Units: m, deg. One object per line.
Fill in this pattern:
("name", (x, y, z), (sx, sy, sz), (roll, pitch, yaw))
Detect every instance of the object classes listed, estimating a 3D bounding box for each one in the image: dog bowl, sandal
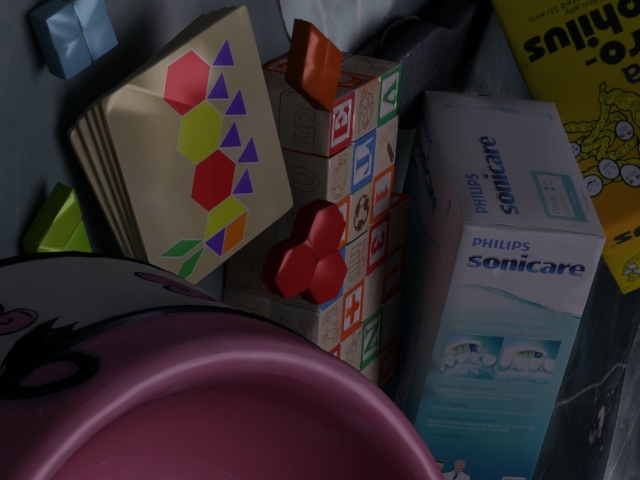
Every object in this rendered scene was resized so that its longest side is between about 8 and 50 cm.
("dog bowl", (-0.086, 0.210, 0.868), (0.408, 0.150, 0.408), (-1, 92, -43))
("sandal", (0.089, -0.167, 1.627), (0.254, 0.054, 0.097), (-41, 148, -63))

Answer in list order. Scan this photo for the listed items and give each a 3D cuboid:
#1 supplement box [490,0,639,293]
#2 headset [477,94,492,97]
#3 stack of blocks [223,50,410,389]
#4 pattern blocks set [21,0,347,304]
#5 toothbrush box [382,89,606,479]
("supplement box", (0.294, -0.164, 1.692), (0.356, 0.194, 0.195), (70, 11, 23))
("headset", (0.168, 0.016, 1.849), (0.394, 0.185, 0.243), (99, 17, -53))
("stack of blocks", (0.000, 0.000, 1.448), (0.171, 0.087, 0.297), (-37, 135, -57))
("pattern blocks set", (-0.087, -0.052, 1.206), (0.285, 0.026, 0.325), (-32, 129, -37))
("toothbrush box", (0.135, 0.049, 1.565), (0.216, 0.126, 0.295), (-99, -164, -55))
